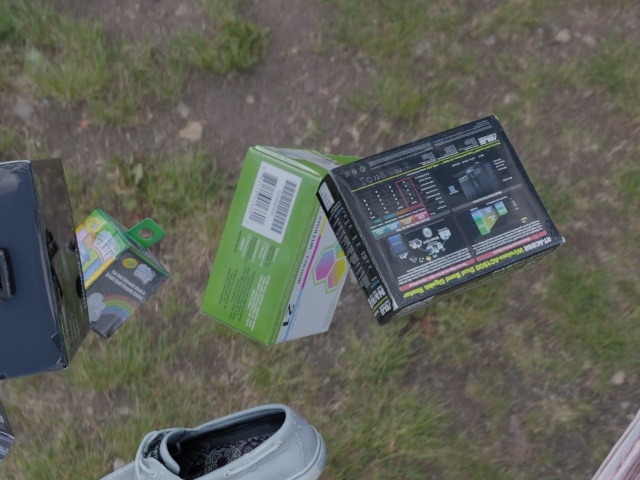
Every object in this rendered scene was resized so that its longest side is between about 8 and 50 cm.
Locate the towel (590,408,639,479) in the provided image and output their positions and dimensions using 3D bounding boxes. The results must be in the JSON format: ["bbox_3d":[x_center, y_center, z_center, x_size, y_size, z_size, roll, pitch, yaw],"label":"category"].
[{"bbox_3d":[0.227,0.230,0.791,0.053,0.331,0.317,30,65,27],"label":"towel"}]

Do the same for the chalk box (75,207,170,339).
[{"bbox_3d":[-0.370,0.041,1.890,0.213,0.132,0.132,-46,51,-2],"label":"chalk box"}]

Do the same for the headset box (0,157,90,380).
[{"bbox_3d":[-0.377,0.027,1.297,0.131,0.283,0.246,-9,95,-5],"label":"headset box"}]

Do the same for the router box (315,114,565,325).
[{"bbox_3d":[0.071,-0.014,0.640,0.123,0.038,0.092,-20,75,-21],"label":"router box"}]

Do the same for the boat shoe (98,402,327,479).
[{"bbox_3d":[-0.111,0.185,0.885,0.228,0.081,0.079,-19,37,13],"label":"boat shoe"}]

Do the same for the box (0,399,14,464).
[{"bbox_3d":[-0.628,0.238,1.670,0.242,0.307,0.076,27,93,-29],"label":"box"}]

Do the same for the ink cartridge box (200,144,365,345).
[{"bbox_3d":[0.000,0.000,1.188,0.097,0.255,0.188,25,104,28],"label":"ink cartridge box"}]
